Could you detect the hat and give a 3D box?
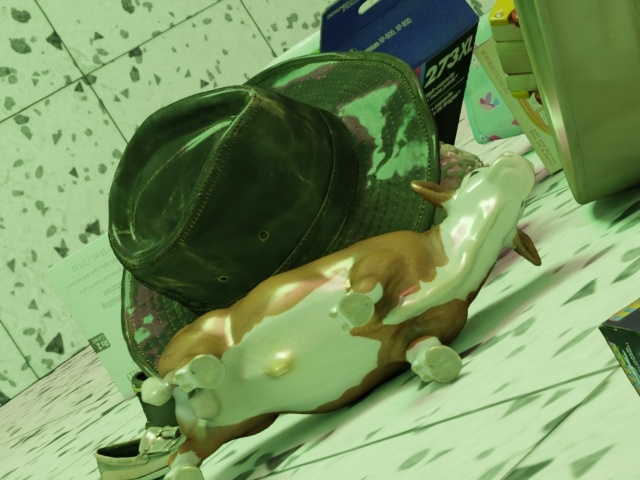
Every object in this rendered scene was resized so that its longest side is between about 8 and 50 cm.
[{"bbox_3d":[-0.074,-0.044,1.280,0.331,0.134,0.331,-24,49,30],"label":"hat"}]

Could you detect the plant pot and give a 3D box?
[{"bbox_3d":[0.277,-0.214,1.175,0.280,0.323,0.323,-14,7,7],"label":"plant pot"}]

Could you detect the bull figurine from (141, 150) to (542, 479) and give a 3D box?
[{"bbox_3d":[0.015,0.055,1.065,0.310,0.101,0.188,-31,6,15],"label":"bull figurine"}]

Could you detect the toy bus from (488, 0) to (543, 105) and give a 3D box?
[{"bbox_3d":[0.253,-0.189,1.441,0.191,0.202,0.104,-51,8,49],"label":"toy bus"}]

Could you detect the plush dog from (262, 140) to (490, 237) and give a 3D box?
[{"bbox_3d":[0.000,0.000,1.411,0.225,0.210,0.262,-58,11,-13],"label":"plush dog"}]

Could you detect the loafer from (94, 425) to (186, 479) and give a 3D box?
[{"bbox_3d":[-0.136,0.167,1.289,0.125,0.039,0.045,-29,5,40],"label":"loafer"}]

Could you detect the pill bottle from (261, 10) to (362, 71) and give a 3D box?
[{"bbox_3d":[0.052,-0.126,1.859,0.136,0.246,0.136,-33,4,3],"label":"pill bottle"}]

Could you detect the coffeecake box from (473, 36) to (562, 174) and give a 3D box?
[{"bbox_3d":[0.263,-0.173,1.553,0.185,0.142,0.068,-32,4,16],"label":"coffeecake box"}]

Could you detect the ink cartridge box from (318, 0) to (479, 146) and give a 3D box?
[{"bbox_3d":[0.066,-0.118,1.592,0.176,0.069,0.371,-39,-29,-29],"label":"ink cartridge box"}]

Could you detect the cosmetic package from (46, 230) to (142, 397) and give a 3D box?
[{"bbox_3d":[-0.195,0.060,1.949,0.151,0.184,0.151,-28,5,45],"label":"cosmetic package"}]

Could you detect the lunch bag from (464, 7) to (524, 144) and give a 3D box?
[{"bbox_3d":[0.306,-0.231,1.850,0.262,0.160,0.223,-20,-4,-24],"label":"lunch bag"}]

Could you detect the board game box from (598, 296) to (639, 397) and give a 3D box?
[{"bbox_3d":[0.202,0.008,0.611,0.170,0.048,0.141,-33,2,-4],"label":"board game box"}]

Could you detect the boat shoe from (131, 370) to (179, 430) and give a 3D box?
[{"bbox_3d":[-0.078,0.109,1.331,0.227,0.069,0.081,-28,6,44],"label":"boat shoe"}]
